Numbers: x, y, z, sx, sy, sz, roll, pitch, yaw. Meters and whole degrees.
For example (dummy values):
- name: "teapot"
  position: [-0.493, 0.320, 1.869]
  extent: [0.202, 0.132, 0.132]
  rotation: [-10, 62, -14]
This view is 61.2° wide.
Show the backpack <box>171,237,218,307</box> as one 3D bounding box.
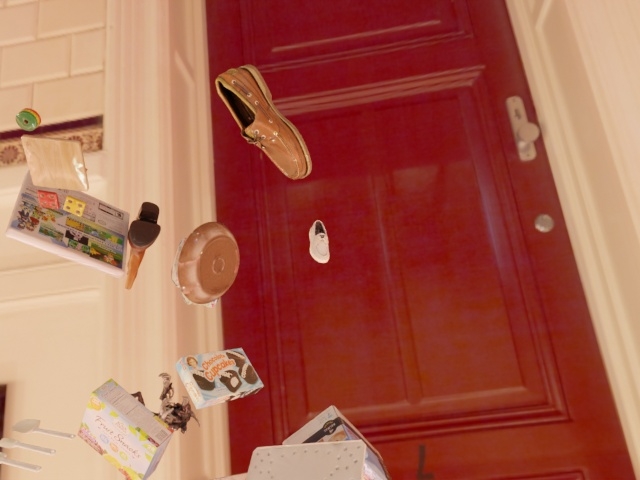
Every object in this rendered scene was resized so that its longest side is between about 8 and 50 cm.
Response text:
- name: "backpack"
  position: [-0.442, 0.116, 2.004]
  extent: [0.191, 0.253, 0.225]
  rotation: [9, -168, -31]

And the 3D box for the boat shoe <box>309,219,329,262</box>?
- name: "boat shoe"
  position: [0.000, 0.000, 1.897]
  extent: [0.066, 0.184, 0.063]
  rotation: [9, 129, -10]

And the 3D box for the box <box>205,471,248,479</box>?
- name: "box"
  position: [-0.327, 0.947, 2.111]
  extent: [0.324, 0.063, 0.067]
  rotation: [4, 155, -32]

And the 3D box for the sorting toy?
- name: "sorting toy"
  position: [-0.622, -0.183, 1.292]
  extent: [0.132, 0.046, 0.274]
  rotation: [6, 127, -1]

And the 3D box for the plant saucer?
- name: "plant saucer"
  position: [-0.250, 0.056, 1.269]
  extent: [0.036, 0.198, 0.199]
  rotation: [10, 172, 30]

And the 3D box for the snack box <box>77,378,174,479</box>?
- name: "snack box"
  position: [-0.471, 0.462, 1.301]
  extent: [0.174, 0.207, 0.070]
  rotation: [-60, 169, 30]

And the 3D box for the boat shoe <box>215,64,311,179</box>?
- name: "boat shoe"
  position: [-0.143, -0.267, 1.291]
  extent: [0.104, 0.307, 0.111]
  rotation: [-36, -179, -41]

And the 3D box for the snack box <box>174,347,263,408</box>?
- name: "snack box"
  position: [-0.376, 0.510, 2.037]
  extent: [0.060, 0.187, 0.322]
  rotation: [-46, 154, 22]

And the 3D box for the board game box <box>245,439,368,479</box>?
- name: "board game box"
  position: [-0.062, 0.765, 1.511]
  extent: [0.390, 0.390, 0.050]
  rotation: [-14, 130, 26]

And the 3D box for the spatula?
- name: "spatula"
  position: [-0.809, 0.565, 1.498]
  extent: [0.242, 0.019, 0.168]
  rotation: [-2, -158, 25]

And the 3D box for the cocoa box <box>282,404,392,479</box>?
- name: "cocoa box"
  position: [0.076, 0.794, 1.867]
  extent: [0.231, 0.228, 0.347]
  rotation: [-36, 122, 1]

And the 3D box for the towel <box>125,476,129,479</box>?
- name: "towel"
  position: [-0.601, 0.835, 1.706]
  extent: [0.031, 0.198, 0.275]
  rotation: [2, 173, -20]

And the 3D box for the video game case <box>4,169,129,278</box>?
- name: "video game case"
  position: [-0.736, -0.051, 1.618]
  extent: [0.329, 0.300, 0.036]
  rotation: [28, 117, -33]

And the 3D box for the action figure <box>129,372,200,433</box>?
- name: "action figure"
  position: [-0.468, 0.478, 1.569]
  extent: [0.276, 0.140, 0.164]
  rotation: [16, -167, -31]

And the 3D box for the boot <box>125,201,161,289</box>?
- name: "boot"
  position: [-0.618, 0.044, 1.795]
  extent: [0.096, 0.264, 0.280]
  rotation: [15, 117, -26]
